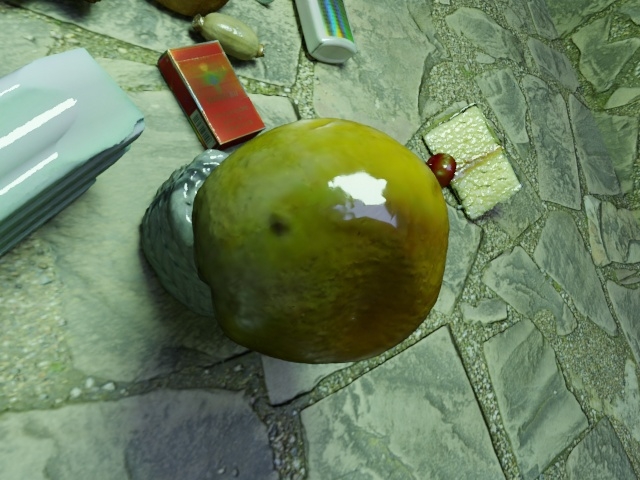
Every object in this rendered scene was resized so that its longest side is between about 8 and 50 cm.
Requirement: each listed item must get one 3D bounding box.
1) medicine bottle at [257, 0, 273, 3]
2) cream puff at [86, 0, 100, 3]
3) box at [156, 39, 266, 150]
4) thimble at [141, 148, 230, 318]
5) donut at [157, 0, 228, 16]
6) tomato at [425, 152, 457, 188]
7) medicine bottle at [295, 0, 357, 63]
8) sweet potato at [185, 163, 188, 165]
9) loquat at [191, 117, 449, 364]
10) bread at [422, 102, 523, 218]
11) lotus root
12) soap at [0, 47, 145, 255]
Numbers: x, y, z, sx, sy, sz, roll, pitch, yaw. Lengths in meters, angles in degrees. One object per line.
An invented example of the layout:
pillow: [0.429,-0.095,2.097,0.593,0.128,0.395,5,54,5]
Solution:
medicine bottle: [-0.098,-0.597,1.047,0.073,0.073,0.218,28,59,-30]
cream puff: [-0.381,-0.467,0.701,0.240,0.154,0.269,5,76,-34]
box: [-0.184,-0.244,0.844,0.112,0.048,0.175,-32,95,-42]
thimble: [-0.126,-0.005,0.724,0.245,0.157,0.217,40,51,-21]
donut: [-0.236,-0.506,0.860,0.226,0.113,0.227,17,63,-36]
tomato: [0.286,-0.171,1.196,0.075,0.087,0.087,23,54,1]
medicine bottle: [0.005,-0.505,1.090,0.115,0.078,0.219,-4,76,-39]
sweet potato: [-0.135,-0.115,0.833,0.194,0.056,0.057,-2,74,-37]
loquat: [0.000,0.000,0.565,0.283,0.276,0.276,-12,80,-16]
bread: [0.392,-0.210,1.290,0.266,0.178,0.142,59,15,-10]
lotus root: [-0.158,-0.369,0.901,0.150,0.073,0.062,13,108,-37]
soap: [-0.349,-0.057,0.517,0.115,0.208,0.347,48,49,-15]
